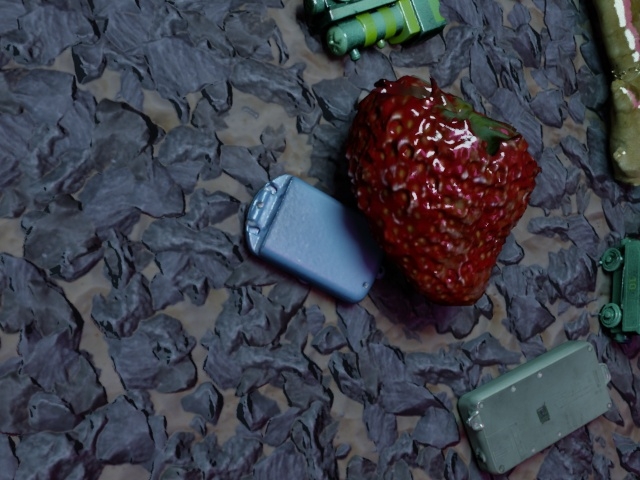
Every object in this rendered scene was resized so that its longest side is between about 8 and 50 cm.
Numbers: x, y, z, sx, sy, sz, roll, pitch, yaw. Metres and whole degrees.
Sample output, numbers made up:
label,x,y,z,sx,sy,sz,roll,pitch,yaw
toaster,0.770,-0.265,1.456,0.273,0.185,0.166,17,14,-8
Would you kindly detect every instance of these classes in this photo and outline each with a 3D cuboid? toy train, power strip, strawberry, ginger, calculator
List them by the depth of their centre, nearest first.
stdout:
label,x,y,z,sx,sy,sz,roll,pitch,yaw
strawberry,0.148,-0.071,0.957,0.261,0.261,0.257,16,114,-21
calculator,0.000,0.000,0.971,0.210,0.039,0.121,28,74,-19
toy train,0.074,-0.326,1.028,0.200,0.083,0.132,-26,97,-24
power strip,0.318,0.241,1.076,0.271,0.046,0.117,-20,93,-26
toy train,0.495,0.077,1.150,0.070,0.099,0.171,12,77,-23
ginger,0.524,-0.310,1.207,0.363,0.122,0.348,49,58,-22
